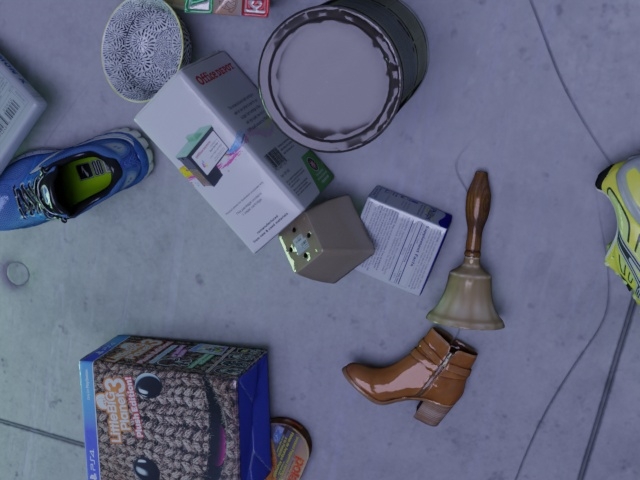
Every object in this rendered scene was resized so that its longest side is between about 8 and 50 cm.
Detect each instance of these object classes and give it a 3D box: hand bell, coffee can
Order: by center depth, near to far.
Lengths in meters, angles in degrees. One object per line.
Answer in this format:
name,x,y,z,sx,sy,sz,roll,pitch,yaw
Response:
coffee can,0.043,-0.255,1.695,0.202,0.275,0.201,4,108,13
hand bell,0.243,0.012,1.837,0.126,0.126,0.242,8,96,11

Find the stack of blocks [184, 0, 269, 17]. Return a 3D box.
stack of blocks,-0.152,-0.490,1.733,0.171,0.087,0.297,3,109,-3

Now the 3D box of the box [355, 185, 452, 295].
box,0.124,0.000,1.862,0.137,0.072,0.126,23,112,6

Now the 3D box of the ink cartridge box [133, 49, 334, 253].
ink cartridge box,-0.129,-0.143,1.809,0.117,0.201,0.278,-40,94,22

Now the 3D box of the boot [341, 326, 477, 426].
boot,0.149,0.206,1.923,0.197,0.073,0.152,24,112,-8

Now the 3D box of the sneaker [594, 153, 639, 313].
sneaker,0.520,0.046,1.769,0.147,0.145,0.384,-3,104,36

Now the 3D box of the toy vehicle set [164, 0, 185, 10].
toy vehicle set,-0.239,-0.501,1.814,0.166,0.035,0.266,13,109,9

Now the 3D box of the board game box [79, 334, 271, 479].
board game box,-0.244,0.302,1.984,0.291,0.141,0.232,3,105,19

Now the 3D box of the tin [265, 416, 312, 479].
tin,-0.081,0.398,2.053,0.106,0.040,0.189,26,111,9

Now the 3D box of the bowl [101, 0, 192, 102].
bowl,-0.259,-0.300,1.844,0.170,0.080,0.170,2,93,34

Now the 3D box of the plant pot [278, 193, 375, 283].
plant pot,0.000,0.000,1.824,0.109,0.096,0.109,-39,67,38

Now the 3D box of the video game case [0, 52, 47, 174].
video game case,-0.642,-0.205,1.961,0.300,0.036,0.329,45,112,14

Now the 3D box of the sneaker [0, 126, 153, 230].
sneaker,-0.446,-0.094,1.929,0.330,0.147,0.129,-20,101,20
